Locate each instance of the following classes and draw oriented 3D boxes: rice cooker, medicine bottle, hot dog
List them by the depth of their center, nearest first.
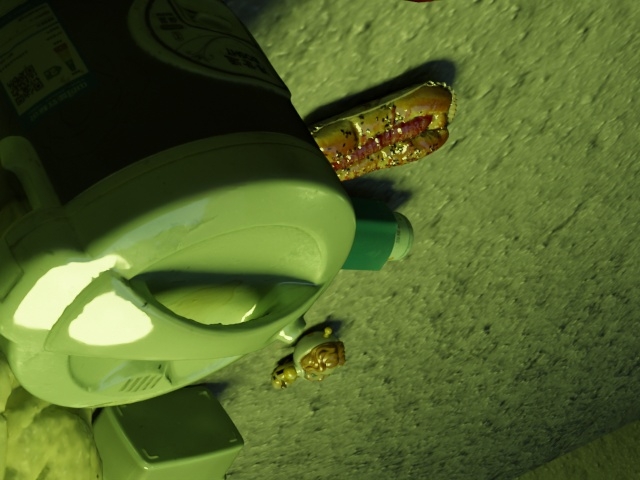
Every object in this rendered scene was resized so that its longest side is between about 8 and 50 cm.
[{"bbox_3d":[-0.136,-0.033,0.777,0.288,0.277,0.288,-23,152,-14],"label":"rice cooker"},{"bbox_3d":[0.057,-0.108,1.100,0.191,0.059,0.108,-22,149,-13],"label":"hot dog"},{"bbox_3d":[0.000,0.000,1.203,0.258,0.079,0.124,1,136,-48],"label":"medicine bottle"}]

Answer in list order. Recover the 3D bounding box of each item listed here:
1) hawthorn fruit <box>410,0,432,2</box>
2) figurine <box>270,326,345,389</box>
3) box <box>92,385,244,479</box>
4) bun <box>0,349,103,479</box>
[{"bbox_3d":[0.042,-0.277,0.546,0.295,0.295,0.311,-17,134,-27],"label":"hawthorn fruit"},{"bbox_3d":[-0.016,0.178,1.527,0.101,0.068,0.143,-17,163,-19],"label":"figurine"},{"bbox_3d":[-0.218,0.287,1.411,0.210,0.148,0.129,-1,133,-50],"label":"box"},{"bbox_3d":[-0.334,0.163,0.872,0.349,0.352,0.227,-62,174,31],"label":"bun"}]
